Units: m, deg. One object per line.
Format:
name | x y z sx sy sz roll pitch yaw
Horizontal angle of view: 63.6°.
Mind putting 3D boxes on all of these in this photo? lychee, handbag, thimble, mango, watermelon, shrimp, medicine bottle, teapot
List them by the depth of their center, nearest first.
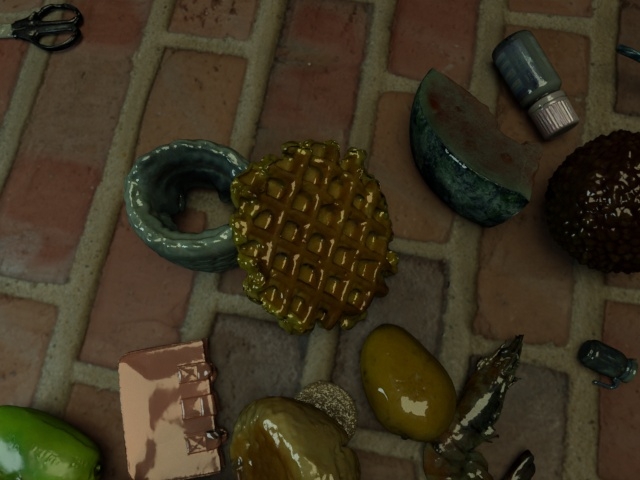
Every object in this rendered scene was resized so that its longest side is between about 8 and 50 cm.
mango | -0.450 0.336 0.806 0.232 0.111 0.126 18 70 4
lychee | 0.480 -0.061 0.829 0.235 0.271 0.236 -1 88 40
mango | 0.137 0.227 0.835 0.137 0.098 0.195 -18 63 -5
shrimp | 0.290 0.302 0.838 0.169 0.058 0.296 35 84 3
handbag | -0.239 0.278 0.844 0.157 0.059 0.213 -11 78 -1
teapot | 0.475 0.208 0.858 0.083 0.049 0.064 26 78 6
thimble | -0.205 -0.056 0.867 0.250 0.172 0.205 16 79 3
watermelon | 0.270 -0.160 0.930 0.226 0.148 0.319 -13 62 -21
medicine bottle | 0.402 -0.288 0.962 0.083 0.083 0.203 -23 76 -5

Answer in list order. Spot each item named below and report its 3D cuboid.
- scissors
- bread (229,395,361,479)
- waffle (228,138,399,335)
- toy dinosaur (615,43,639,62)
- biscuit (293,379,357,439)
scissors | -0.630 -0.423 1.039 0.299 0.022 0.109 -3 72 0
bread | -0.035 0.348 0.758 0.134 0.244 0.245 -7 72 -44
waffle | 0.000 0.000 0.820 0.302 0.068 0.325 -26 102 -32
toy dinosaur | 0.705 -0.281 0.932 0.362 0.147 0.077 19 75 13
biscuit | 0.003 0.294 0.859 0.120 0.015 0.120 0 76 1
